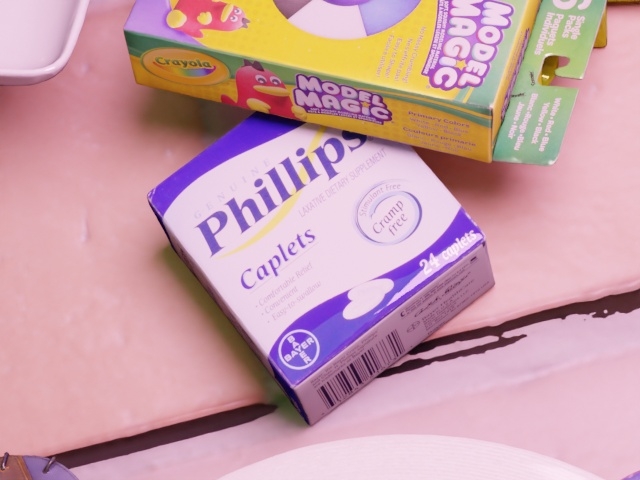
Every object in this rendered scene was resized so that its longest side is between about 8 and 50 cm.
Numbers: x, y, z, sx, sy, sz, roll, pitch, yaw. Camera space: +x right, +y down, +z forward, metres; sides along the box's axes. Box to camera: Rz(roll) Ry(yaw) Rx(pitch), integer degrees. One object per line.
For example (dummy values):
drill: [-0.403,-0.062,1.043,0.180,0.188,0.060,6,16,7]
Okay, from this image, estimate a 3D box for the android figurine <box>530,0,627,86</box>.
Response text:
android figurine: [0.075,-0.191,1.019,0.273,0.056,0.248,2,70,9]

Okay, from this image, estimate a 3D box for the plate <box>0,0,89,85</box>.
plate: [-0.244,-0.176,1.031,0.278,0.045,0.277,3,46,8]

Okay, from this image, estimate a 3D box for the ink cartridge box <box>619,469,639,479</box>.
ink cartridge box: [0.111,0.296,0.820,0.324,0.071,0.330,-28,69,-1]

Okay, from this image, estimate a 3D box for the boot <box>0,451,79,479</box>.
boot: [-0.176,0.138,0.942,0.106,0.082,0.219,-21,61,-22]

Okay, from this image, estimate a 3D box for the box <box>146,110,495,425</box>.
box: [0.000,0.000,0.949,0.126,0.072,0.137,-37,67,-6]

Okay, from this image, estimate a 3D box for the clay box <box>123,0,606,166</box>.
clay box: [0.027,-0.118,0.928,0.222,0.053,0.127,12,59,13]

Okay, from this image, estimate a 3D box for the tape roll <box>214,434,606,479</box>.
tape roll: [0.035,0.273,0.771,0.392,0.072,0.392,-4,68,10]
